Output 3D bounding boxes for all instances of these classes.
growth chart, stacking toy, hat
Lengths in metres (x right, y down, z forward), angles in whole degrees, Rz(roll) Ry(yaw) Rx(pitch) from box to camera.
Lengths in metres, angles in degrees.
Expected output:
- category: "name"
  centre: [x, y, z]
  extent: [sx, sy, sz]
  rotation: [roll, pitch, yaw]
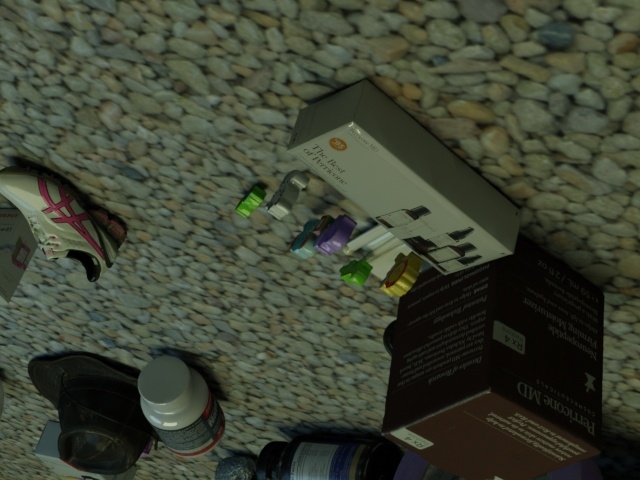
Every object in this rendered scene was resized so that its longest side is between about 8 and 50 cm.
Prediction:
- category: "growth chart"
  centre: [0.142, 0.041, 1.576]
  extent: [0.237, 0.021, 0.172]
  rotation: [34, 149, -26]
- category: "stacking toy"
  centre: [0.000, 0.000, 1.487]
  extent: [0.167, 0.052, 0.221]
  rotation: [35, 167, -13]
- category: "hat"
  centre: [-0.366, 0.316, 2.303]
  extent: [0.331, 0.134, 0.331]
  rotation: [15, 153, 8]

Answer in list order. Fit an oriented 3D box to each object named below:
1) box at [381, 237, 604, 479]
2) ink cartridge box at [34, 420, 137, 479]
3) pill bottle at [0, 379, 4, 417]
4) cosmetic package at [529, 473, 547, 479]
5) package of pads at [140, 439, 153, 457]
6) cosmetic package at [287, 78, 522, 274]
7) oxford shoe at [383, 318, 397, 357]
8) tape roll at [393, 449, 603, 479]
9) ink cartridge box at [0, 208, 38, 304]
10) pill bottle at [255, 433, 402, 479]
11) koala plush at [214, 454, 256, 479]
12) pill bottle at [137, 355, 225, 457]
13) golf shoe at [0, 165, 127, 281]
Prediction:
- category: "box"
  centre: [0.189, 0.132, 1.478]
  extent: [0.168, 0.203, 0.167]
  rotation: [30, 140, -27]
- category: "ink cartridge box"
  centre: [-0.444, 0.420, 2.612]
  extent: [0.127, 0.072, 0.175]
  rotation: [7, 150, 22]
- category: "pill bottle"
  centre: [-0.713, 0.268, 2.410]
  extent: [0.283, 0.161, 0.161]
  rotation: [10, 152, 17]
- category: "cosmetic package"
  centre: [0.303, 0.347, 1.997]
  extent: [0.115, 0.060, 0.041]
  rotation: [-6, 142, 38]
- category: "package of pads"
  centre: [-0.346, 0.376, 2.510]
  extent: [0.050, 0.032, 0.083]
  rotation: [28, 152, -20]
- category: "cosmetic package"
  centre: [0.087, -0.057, 1.375]
  extent: [0.239, 0.060, 0.099]
  rotation: [37, 141, -29]
- category: "oxford shoe"
  centre: [0.167, 0.169, 1.734]
  extent: [0.227, 0.082, 0.096]
  rotation: [29, 156, -16]
- category: "tape roll"
  centre: [0.229, 0.343, 1.800]
  extent: [0.275, 0.274, 0.090]
  rotation: [-2, 145, 36]
- category: "ink cartridge box"
  centre: [-0.429, 0.019, 1.801]
  extent: [0.089, 0.122, 0.052]
  rotation: [1, 144, 31]
- category: "pill bottle"
  centre: [0.011, 0.368, 2.160]
  extent: [0.219, 0.122, 0.123]
  rotation: [-2, 146, 36]
- category: "koala plush"
  centre: [-0.057, 0.475, 2.354]
  extent: [0.203, 0.196, 0.221]
  rotation: [23, 155, -33]
- category: "pill bottle"
  centre: [-0.217, 0.253, 2.112]
  extent: [0.108, 0.108, 0.180]
  rotation: [10, 152, 17]
- category: "golf shoe"
  centre: [-0.326, -0.022, 1.697]
  extent: [0.186, 0.086, 0.067]
  rotation: [36, 150, -27]
